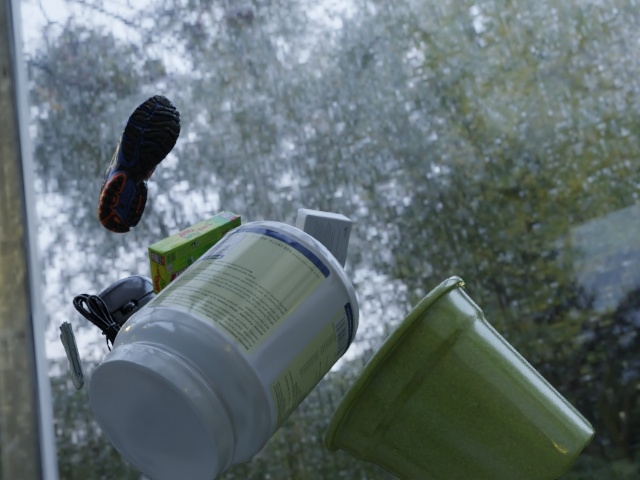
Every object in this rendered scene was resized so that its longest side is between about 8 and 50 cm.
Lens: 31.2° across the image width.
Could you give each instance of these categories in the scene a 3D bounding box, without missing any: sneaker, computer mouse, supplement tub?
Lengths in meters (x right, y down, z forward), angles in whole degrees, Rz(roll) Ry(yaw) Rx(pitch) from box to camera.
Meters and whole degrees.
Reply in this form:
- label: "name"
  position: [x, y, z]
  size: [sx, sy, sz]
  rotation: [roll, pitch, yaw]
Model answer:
- label: "sneaker"
  position: [-0.282, -0.118, 1.708]
  size: [0.083, 0.221, 0.087]
  rotation: [29, -11, -24]
- label: "computer mouse"
  position: [-0.362, 0.135, 2.253]
  size: [0.072, 0.188, 0.272]
  rotation: [-40, 4, 17]
- label: "supplement tub"
  position: [-0.121, 0.145, 1.496]
  size: [0.235, 0.235, 0.325]
  rotation: [-41, 2, 46]

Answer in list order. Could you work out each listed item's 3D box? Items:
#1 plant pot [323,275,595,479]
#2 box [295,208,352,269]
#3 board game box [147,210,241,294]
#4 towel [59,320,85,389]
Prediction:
- label: "plant pot"
  position: [0.187, 0.228, 1.420]
  size: [0.276, 0.254, 0.276]
  rotation: [-47, -16, -18]
- label: "box"
  position: [0.000, 0.000, 2.077]
  size: [0.087, 0.102, 0.101]
  rotation: [9, 7, -11]
- label: "board game box"
  position: [-0.215, 0.024, 2.004]
  size: [0.181, 0.043, 0.092]
  rotation: [-28, -53, -40]
- label: "towel"
  position: [-0.447, 0.209, 2.048]
  size: [0.023, 0.113, 0.152]
  rotation: [-13, -10, -17]
